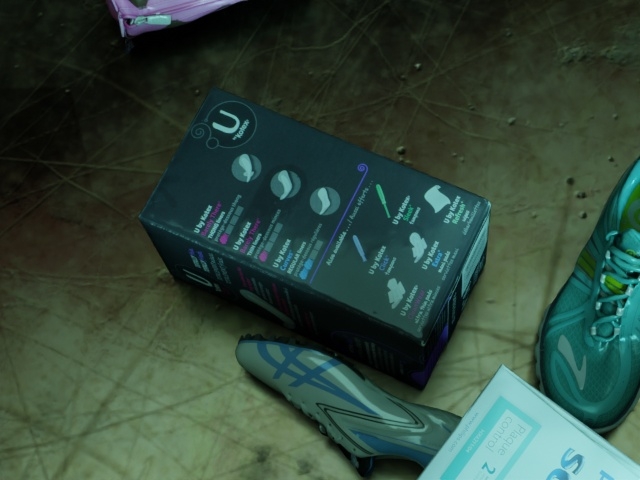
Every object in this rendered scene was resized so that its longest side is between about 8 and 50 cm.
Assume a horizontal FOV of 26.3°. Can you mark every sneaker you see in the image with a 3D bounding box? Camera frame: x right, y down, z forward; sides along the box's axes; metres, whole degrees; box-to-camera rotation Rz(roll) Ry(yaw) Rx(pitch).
[{"bbox_3d":[0.263,0.035,1.218,0.107,0.110,0.275,18,73,11],"label":"sneaker"},{"bbox_3d":[0.022,0.151,1.208,0.237,0.085,0.086,26,81,16],"label":"sneaker"}]

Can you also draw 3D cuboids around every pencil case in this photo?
[{"bbox_3d":[-0.111,-0.262,1.366,0.209,0.095,0.098,-18,34,-1],"label":"pencil case"}]

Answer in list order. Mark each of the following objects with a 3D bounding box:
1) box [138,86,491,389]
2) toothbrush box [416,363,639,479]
[{"bbox_3d":[0.000,0.000,1.220,0.270,0.165,0.143,23,73,12],"label":"box"},{"bbox_3d":[0.139,0.229,1.034,0.126,0.295,0.216,36,90,18],"label":"toothbrush box"}]
